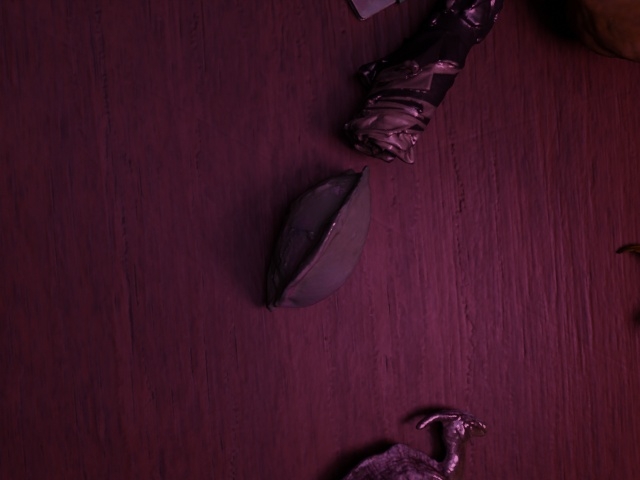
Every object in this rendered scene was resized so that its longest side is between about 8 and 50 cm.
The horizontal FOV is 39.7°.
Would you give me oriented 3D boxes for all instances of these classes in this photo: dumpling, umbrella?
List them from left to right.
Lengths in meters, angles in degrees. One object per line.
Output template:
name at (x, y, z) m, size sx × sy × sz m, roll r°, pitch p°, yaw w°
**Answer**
dumpling at (-0.007, -0.004, 1.074) m, size 0.105 × 0.149 × 0.216 m, roll 33°, pitch 89°, yaw 27°
umbrella at (0.147, -0.259, 1.129) m, size 0.106 × 0.113 × 0.357 m, roll 43°, pitch 73°, yaw -39°

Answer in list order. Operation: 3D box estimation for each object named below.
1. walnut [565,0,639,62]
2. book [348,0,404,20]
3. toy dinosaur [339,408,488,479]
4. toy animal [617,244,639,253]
walnut at (0.422, -0.382, 1.122) m, size 0.277 × 0.282 × 0.253 m, roll -33°, pitch 59°, yaw -17°
book at (0.085, -0.358, 1.153) m, size 0.135 × 0.017 × 0.103 m, roll -32°, pitch 98°, yaw -13°
toy dinosaur at (0.108, 0.337, 1.142) m, size 0.294 × 0.077 × 0.162 m, roll -30°, pitch 94°, yaw -28°
toy animal at (0.526, 0.076, 1.252) m, size 0.219 × 0.155 × 0.095 m, roll 30°, pitch 112°, yaw 26°
